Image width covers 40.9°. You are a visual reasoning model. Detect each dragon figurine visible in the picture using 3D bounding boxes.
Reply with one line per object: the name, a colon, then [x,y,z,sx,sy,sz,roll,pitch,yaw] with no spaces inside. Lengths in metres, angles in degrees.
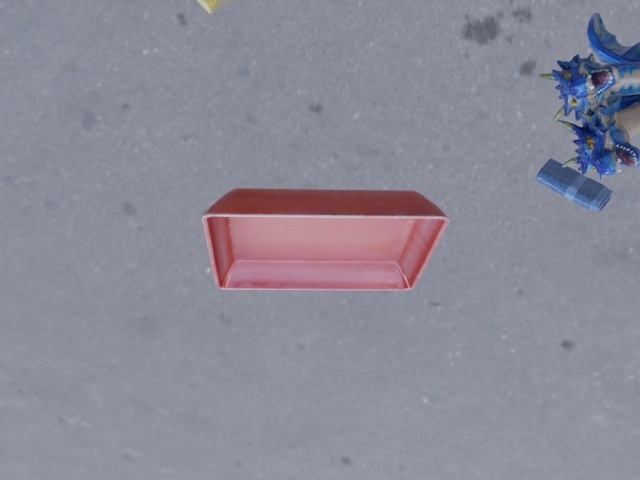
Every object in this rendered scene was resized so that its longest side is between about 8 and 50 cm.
dragon figurine: [0.233,-0.121,0.618,0.144,0.289,0.085,-3,112,16]

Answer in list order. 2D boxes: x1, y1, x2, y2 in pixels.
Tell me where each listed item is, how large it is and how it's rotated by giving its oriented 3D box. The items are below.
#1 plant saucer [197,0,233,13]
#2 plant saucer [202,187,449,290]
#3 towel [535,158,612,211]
plant saucer: [-0.133,-0.371,0.729,0.081,0.333,0.332,-31,106,13]
plant saucer: [0.000,0.000,1.008,0.259,0.047,0.258,0,159,-3]
towel: [0.421,-0.089,1.428,0.119,0.067,0.029,33,133,20]
